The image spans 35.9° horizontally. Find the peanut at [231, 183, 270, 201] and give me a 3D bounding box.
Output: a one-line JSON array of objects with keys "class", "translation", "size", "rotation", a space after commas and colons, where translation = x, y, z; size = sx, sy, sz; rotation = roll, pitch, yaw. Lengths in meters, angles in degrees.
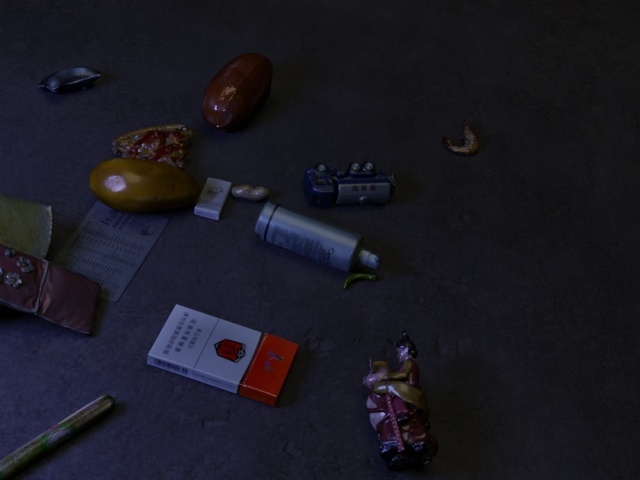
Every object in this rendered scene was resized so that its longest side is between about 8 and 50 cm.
[{"class": "peanut", "translation": [-0.149, -0.102, 2.120], "size": [0.083, 0.037, 0.037], "rotation": [3, 43, -8]}]

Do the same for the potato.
[{"class": "potato", "translation": [-0.634, 0.034, 1.793], "size": [0.269, 0.112, 0.255], "rotation": [14, 52, -30]}]

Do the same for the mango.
[{"class": "mango", "translation": [-0.357, -0.109, 2.018], "size": [0.227, 0.109, 0.147], "rotation": [7, 10, -18]}]

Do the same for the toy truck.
[{"class": "toy truck", "translation": [0.065, -0.117, 2.166], "size": [0.201, 0.074, 0.088], "rotation": [-2, 53, -17]}]

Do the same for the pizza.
[{"class": "pizza", "translation": [-0.341, -0.189, 2.147], "size": [0.188, 0.062, 0.199], "rotation": [-20, 53, -28]}]

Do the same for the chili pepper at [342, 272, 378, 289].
[{"class": "chili pepper", "translation": [0.078, 0.079, 1.994], "size": [0.083, 0.017, 0.030], "rotation": [-9, 48, -23]}]

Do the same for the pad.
[{"class": "pad", "translation": [-0.420, 0.010, 1.955], "size": [0.159, 0.009, 0.265], "rotation": [18, 43, 5]}]

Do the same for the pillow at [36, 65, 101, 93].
[{"class": "pillow", "translation": [-0.582, -0.374, 2.289], "size": [0.135, 0.055, 0.091], "rotation": [-21, 50, -33]}]

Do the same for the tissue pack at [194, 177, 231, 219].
[{"class": "tissue pack", "translation": [-0.227, -0.090, 2.095], "size": [0.056, 0.023, 0.108], "rotation": [13, 42, 1]}]

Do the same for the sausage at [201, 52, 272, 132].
[{"class": "sausage", "translation": [-0.193, -0.353, 2.310], "size": [0.133, 0.133, 0.258], "rotation": [22, 44, 10]}]

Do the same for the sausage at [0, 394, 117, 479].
[{"class": "sausage", "translation": [-0.437, 0.322, 1.600], "size": [0.033, 0.033, 0.269], "rotation": [37, 48, 25]}]

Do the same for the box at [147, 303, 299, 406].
[{"class": "box", "translation": [-0.174, 0.206, 1.786], "size": [0.245, 0.035, 0.139], "rotation": [18, 42, 7]}]

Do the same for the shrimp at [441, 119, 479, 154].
[{"class": "shrimp", "translation": [0.341, -0.255, 2.407], "size": [0.091, 0.025, 0.127], "rotation": [8, 45, -3]}]

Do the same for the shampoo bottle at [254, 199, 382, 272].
[{"class": "shampoo bottle", "translation": [0.000, 0.000, 2.009], "size": [0.262, 0.085, 0.085], "rotation": [21, 43, 9]}]

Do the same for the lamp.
[{"class": "lamp", "translation": [0.132, 0.273, 1.727], "size": [0.118, 0.118, 0.253], "rotation": [0, 51, -14]}]

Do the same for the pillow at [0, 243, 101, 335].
[{"class": "pillow", "translation": [-0.502, 0.085, 1.763], "size": [0.232, 0.043, 0.126], "rotation": [26, 45, -31]}]
